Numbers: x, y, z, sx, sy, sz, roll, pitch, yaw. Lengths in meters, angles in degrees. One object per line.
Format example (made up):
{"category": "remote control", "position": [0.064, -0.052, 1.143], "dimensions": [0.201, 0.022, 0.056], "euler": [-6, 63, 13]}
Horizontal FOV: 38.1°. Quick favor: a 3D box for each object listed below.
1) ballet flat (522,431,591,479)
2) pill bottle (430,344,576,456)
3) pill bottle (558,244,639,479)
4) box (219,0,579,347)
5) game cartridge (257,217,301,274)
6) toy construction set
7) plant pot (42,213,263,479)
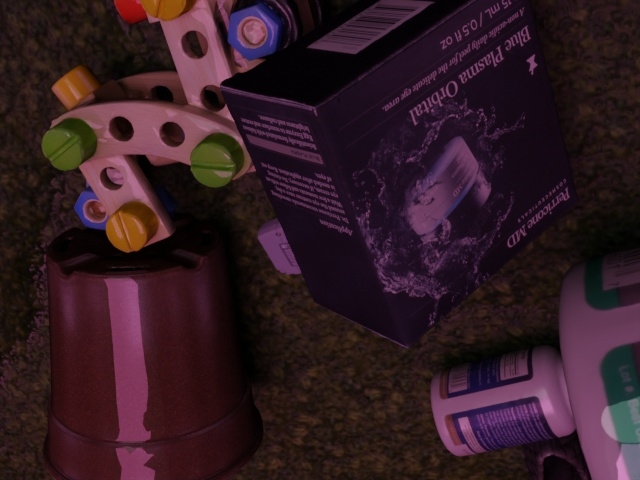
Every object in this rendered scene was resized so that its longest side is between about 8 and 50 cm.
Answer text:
{"category": "ballet flat", "position": [0.194, 0.212, 0.727], "dimensions": [0.057, 0.049, 0.173], "euler": [-15, 113, 24]}
{"category": "pill bottle", "position": [0.147, 0.114, 0.675], "dimensions": [0.120, 0.067, 0.067], "euler": [-18, 112, 24]}
{"category": "pill bottle", "position": [0.335, 0.066, 0.515], "dimensions": [0.361, 0.204, 0.204], "euler": [-17, 113, 24]}
{"category": "box", "position": [0.052, -0.054, 0.533], "dimensions": [0.093, 0.156, 0.158], "euler": [23, 143, 50]}
{"category": "game cartridge", "position": [0.000, 0.000, 0.671], "dimensions": [0.083, 0.017, 0.056], "euler": [-8, 142, 19]}
{"category": "toy construction set", "position": [-0.118, -0.153, 0.562], "dimensions": [0.215, 0.151, 0.327], "euler": [-9, 126, 20]}
{"category": "plant pot", "position": [-0.128, 0.075, 0.684], "dimensions": [0.167, 0.167, 0.165], "euler": [5, 112, 13]}
